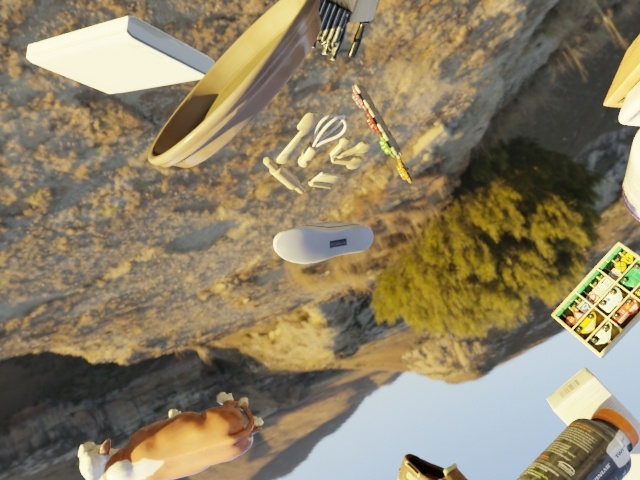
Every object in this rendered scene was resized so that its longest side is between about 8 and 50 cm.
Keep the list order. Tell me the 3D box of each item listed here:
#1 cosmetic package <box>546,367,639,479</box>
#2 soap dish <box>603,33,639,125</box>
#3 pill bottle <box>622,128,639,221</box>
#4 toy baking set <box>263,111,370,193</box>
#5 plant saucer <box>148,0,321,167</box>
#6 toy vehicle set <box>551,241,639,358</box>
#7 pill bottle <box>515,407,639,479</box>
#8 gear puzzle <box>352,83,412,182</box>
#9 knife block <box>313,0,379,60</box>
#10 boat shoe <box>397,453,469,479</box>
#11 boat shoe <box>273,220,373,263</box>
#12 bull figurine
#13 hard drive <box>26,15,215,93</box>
[{"bbox_3d":[0.609,0.397,1.244,0.117,0.231,0.085,-43,175,10],"label":"cosmetic package"},{"bbox_3d":[0.501,-0.229,0.699,0.228,0.118,0.291,5,174,10],"label":"soap dish"},{"bbox_3d":[0.648,-0.138,1.070,0.160,0.161,0.283,-28,154,12],"label":"pill bottle"},{"bbox_3d":[-0.012,-0.173,1.164,0.196,0.030,0.256,-29,153,19],"label":"toy baking set"},{"bbox_3d":[-0.097,-0.186,0.689,0.277,0.041,0.278,-36,-152,23],"label":"plant saucer"},{"bbox_3d":[0.768,0.157,1.557,0.267,0.166,0.035,-52,142,10],"label":"toy vehicle set"},{"bbox_3d":[0.498,0.432,1.125,0.245,0.130,0.130,-36,173,-18],"label":"pill bottle"},{"bbox_3d":[0.187,-0.318,1.790,0.044,0.339,0.175,-30,-174,16],"label":"gear puzzle"},{"bbox_3d":[0.078,-0.528,1.258,0.276,0.088,0.242,-51,160,-9],"label":"knife block"},{"bbox_3d":[0.278,0.525,1.248,0.257,0.095,0.095,7,-175,36],"label":"boat shoe"},{"bbox_3d":[0.000,0.000,1.444,0.257,0.095,0.084,-1,-166,-24],"label":"boat shoe"},{"bbox_3d":[-0.247,0.343,1.002,0.310,0.101,0.188,-13,-177,10],"label":"bull figurine"},{"bbox_3d":[-0.384,-0.345,1.128,0.307,0.040,0.203,3,174,35],"label":"hard drive"}]
